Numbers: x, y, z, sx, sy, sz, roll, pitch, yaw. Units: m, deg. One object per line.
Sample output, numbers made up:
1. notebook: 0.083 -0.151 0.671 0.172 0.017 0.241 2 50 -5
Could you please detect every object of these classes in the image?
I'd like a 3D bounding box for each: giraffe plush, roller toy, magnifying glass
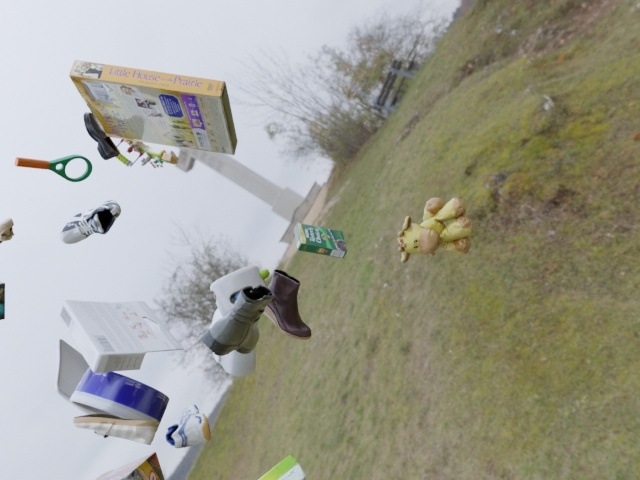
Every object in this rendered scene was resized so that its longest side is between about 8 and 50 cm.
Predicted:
1. giraffe plush: 0.297 -0.019 1.413 0.170 0.182 0.210 -19 0 -42
2. roller toy: -0.285 0.189 1.803 0.209 0.146 0.191 -28 -7 35
3. magnifying glass: -0.826 -0.232 1.574 0.231 0.026 0.092 -2 -59 -56

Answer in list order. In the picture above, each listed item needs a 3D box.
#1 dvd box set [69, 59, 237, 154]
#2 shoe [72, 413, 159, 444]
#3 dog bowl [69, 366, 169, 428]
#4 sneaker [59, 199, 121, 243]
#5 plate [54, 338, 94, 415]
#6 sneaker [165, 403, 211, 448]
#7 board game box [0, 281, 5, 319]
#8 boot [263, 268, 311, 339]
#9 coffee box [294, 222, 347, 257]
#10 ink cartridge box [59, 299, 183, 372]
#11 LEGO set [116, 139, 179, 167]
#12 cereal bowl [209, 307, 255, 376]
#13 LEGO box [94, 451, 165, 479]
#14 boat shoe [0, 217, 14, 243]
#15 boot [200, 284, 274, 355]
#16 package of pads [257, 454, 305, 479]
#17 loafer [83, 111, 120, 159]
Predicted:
1. dvd box set: -0.472 -0.382 1.496 0.308 0.420 0.062 94 -176 -68
2. shoe: -0.516 0.471 1.260 0.076 0.218 0.058 69 -155 -75
3. dog bowl: -0.593 0.476 1.503 0.265 0.264 0.104 118 173 -60
4. sneaker: -0.820 -0.055 1.794 0.234 0.094 0.153 -28 20 -13
5. plate: -0.866 0.523 1.832 0.045 0.277 0.278 -36 36 -3
6. sneaker: -0.469 0.636 1.723 0.130 0.112 0.296 -12 -8 -26
7. board game box: -1.102 0.208 1.608 0.186 0.026 0.126 -11 -73 -65
8. boot: -0.115 0.251 1.959 0.090 0.248 0.207 -31 -32 -58
9. coffee box: 0.000 0.000 1.824 0.113 0.184 0.040 -101 30 -45
10. ink cartridge box: -0.599 0.278 1.518 0.261 0.296 0.066 10 -72 -48
11. LEGO set: -0.652 -0.313 1.828 0.107 0.287 0.132 -56 -5 -22
12. cereal bowl: -0.401 0.439 2.214 0.141 0.339 0.339 -12 -25 -22
13. LEGO box: -0.508 0.891 1.354 0.193 0.501 0.372 -21 -7 -3
14. boat shoe: -1.026 -0.027 1.639 0.170 0.059 0.063 -15 27 43
15. boot: -0.156 0.175 1.144 0.161 0.083 0.246 -49 -13 4
16. package of pads: -0.176 0.818 1.520 0.296 0.101 0.229 -27 -42 -30
17. loafer: -0.736 -0.357 1.704 0.062 0.061 0.170 -86 -20 -53
